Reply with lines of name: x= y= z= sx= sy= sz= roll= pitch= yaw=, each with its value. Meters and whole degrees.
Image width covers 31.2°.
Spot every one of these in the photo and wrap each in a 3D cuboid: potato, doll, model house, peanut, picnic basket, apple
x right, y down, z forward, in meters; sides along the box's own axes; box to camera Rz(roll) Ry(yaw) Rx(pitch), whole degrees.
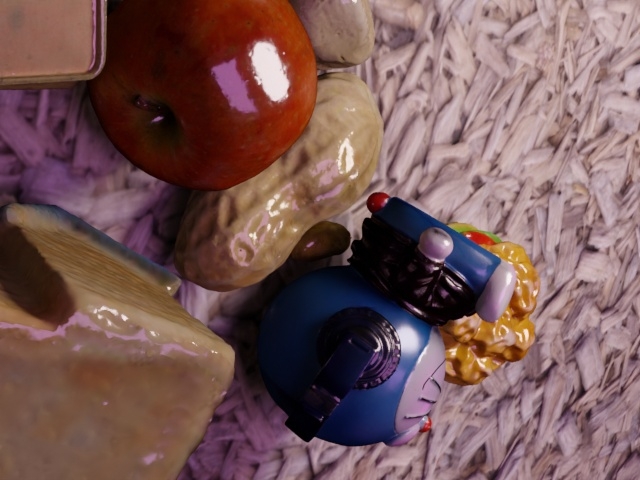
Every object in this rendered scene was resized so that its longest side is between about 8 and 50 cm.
potato: x=0.000 y=0.000 z=1.425 sx=0.092 sy=0.045 sz=0.046 roll=-13 pitch=74 yaw=-35
doll: x=0.063 y=0.108 z=1.373 sx=0.310 sy=0.240 sz=0.284 roll=-57 pitch=177 yaw=3
model house: x=-0.343 y=0.116 z=0.981 sx=0.382 sy=0.343 sz=0.334 roll=28 pitch=94 yaw=-35
peanut: x=-0.041 y=-0.065 z=1.298 sx=0.313 sy=0.152 sz=0.152 roll=-42 pitch=129 yaw=-21
picnic basket: x=-0.286 y=-0.265 z=1.004 sx=0.165 sy=0.139 sz=0.266 roll=-12 pitch=112 yaw=-39
apple: x=-0.111 y=-0.168 z=1.154 sx=0.230 sy=0.230 sz=0.230 roll=-16 pitch=115 yaw=-38

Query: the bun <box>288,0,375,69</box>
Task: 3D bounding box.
bun: x=-0.007 y=-0.267 z=1.272 sx=0.113 sy=0.166 sz=0.173 roll=-14 pitch=114 yaw=9

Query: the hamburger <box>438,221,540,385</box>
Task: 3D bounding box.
hamburger: x=0.211 y=0.096 z=1.580 sx=0.237 sy=0.149 sz=0.237 roll=-16 pitch=114 yaw=-39
